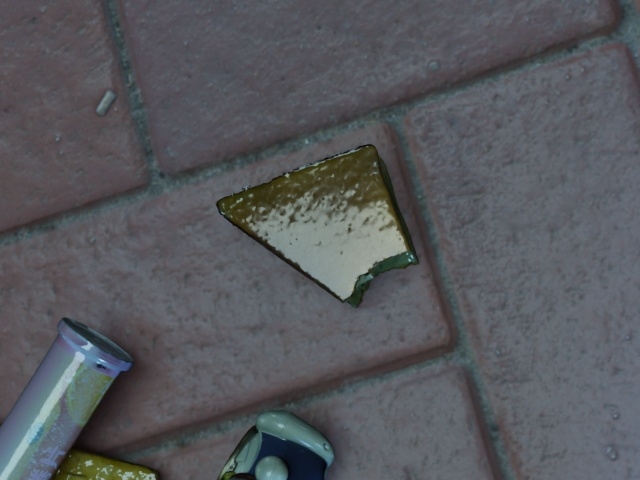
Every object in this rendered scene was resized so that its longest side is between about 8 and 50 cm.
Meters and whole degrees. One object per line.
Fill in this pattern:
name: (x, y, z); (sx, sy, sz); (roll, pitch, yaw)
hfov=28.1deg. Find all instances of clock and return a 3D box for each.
clock: (-0.083, 0.326, 1.542); (0.146, 0.199, 0.243); (33, 51, 2)

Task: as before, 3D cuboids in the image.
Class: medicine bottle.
medicine bottle: (-0.395, 0.305, 1.624); (0.108, 0.108, 0.426); (32, 90, 13)

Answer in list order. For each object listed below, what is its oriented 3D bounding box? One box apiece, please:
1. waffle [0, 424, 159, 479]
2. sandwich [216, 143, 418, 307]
waffle: (-0.353, 0.351, 1.689); (0.274, 0.057, 0.168); (14, 85, 12)
sandwich: (0.000, 0.000, 1.640); (0.220, 0.108, 0.186); (-19, 78, 6)
